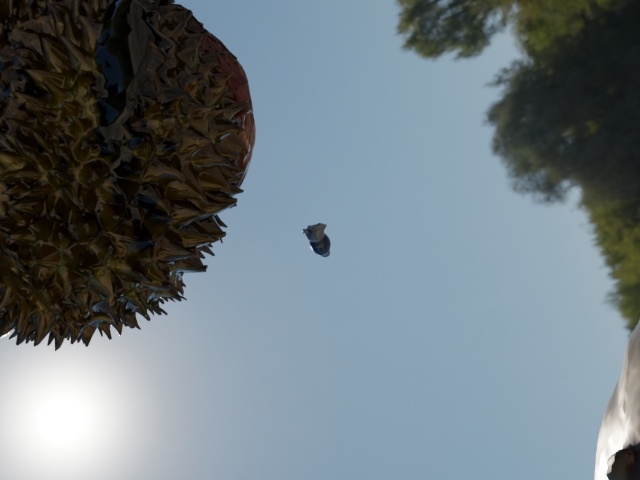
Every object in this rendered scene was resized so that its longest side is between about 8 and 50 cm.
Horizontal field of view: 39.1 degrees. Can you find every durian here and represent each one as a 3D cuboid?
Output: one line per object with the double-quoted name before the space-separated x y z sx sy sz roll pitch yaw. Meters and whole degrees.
"durian" -0.218 -0.082 0.767 0.347 0.348 0.384 65 -161 -13

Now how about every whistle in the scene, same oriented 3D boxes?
"whistle" 0.000 0.000 1.211 0.083 0.033 0.029 64 -166 -59

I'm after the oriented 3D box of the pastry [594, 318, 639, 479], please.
"pastry" 0.341 0.154 0.461 0.245 0.410 0.409 -45 -66 -47
